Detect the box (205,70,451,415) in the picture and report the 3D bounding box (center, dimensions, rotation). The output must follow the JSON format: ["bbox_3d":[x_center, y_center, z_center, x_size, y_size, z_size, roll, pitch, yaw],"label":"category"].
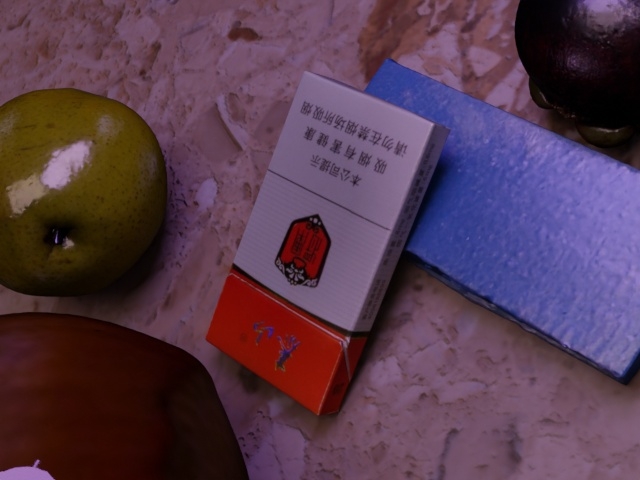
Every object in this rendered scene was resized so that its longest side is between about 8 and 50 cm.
[{"bbox_3d":[0.000,0.000,0.778,0.139,0.035,0.245,29,102,33],"label":"box"}]

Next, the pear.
[{"bbox_3d":[-0.228,-0.041,0.871,0.198,0.198,0.198,-10,67,24],"label":"pear"}]

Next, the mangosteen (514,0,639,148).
[{"bbox_3d":[0.214,-0.142,0.709,0.152,0.152,0.152,-10,67,24],"label":"mangosteen"}]

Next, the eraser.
[{"bbox_3d":[0.137,-0.025,0.752,0.312,0.043,0.144,31,87,33],"label":"eraser"}]

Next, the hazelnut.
[{"bbox_3d":[-0.209,0.223,0.660,0.366,0.366,0.365,-10,67,24],"label":"hazelnut"}]
